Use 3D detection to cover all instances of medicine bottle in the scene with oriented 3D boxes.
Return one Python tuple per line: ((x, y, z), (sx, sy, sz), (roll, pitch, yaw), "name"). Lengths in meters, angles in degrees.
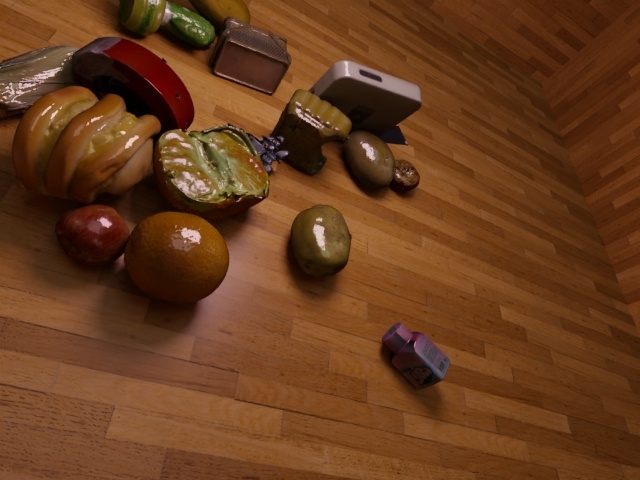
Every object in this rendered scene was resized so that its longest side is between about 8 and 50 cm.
((0.274, 0.337, 1.281), (0.188, 0.119, 0.094), (45, 45, -1), "medicine bottle")

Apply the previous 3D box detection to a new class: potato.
((0.002, 0.001, 1.305), (0.197, 0.148, 0.228), (-12, 66, -24), "potato")
((0.182, -0.310, 1.625), (0.251, 0.159, 0.174), (48, 25, -1), "potato")

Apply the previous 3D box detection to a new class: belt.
((-0.501, -0.404, 1.173), (0.324, 0.227, 0.115), (44, 42, -27), "belt")

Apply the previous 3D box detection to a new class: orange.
((-0.329, 0.040, 1.005), (0.236, 0.236, 0.236), (17, 53, -24), "orange")
((-0.301, -0.187, 1.198), (0.335, 0.196, 0.262), (-25, 91, -37), "orange")

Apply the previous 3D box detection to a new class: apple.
((-0.509, -0.014, 0.981), (0.146, 0.146, 0.131), (47, 46, 1), "apple")

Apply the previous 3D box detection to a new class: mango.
((-0.387, -0.873, 1.578), (0.195, 0.142, 0.332), (37, 9, 33), "mango")

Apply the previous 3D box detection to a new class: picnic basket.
((-0.254, -0.666, 1.568), (0.267, 0.165, 0.139), (10, 56, -27), "picnic basket")

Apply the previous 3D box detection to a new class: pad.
((0.304, -0.475, 1.926), (0.193, 0.004, 0.116), (-4, 63, -35), "pad")

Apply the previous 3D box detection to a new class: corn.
((-0.729, -0.412, 1.105), (0.122, 0.123, 0.305), (9, 41, 25), "corn")

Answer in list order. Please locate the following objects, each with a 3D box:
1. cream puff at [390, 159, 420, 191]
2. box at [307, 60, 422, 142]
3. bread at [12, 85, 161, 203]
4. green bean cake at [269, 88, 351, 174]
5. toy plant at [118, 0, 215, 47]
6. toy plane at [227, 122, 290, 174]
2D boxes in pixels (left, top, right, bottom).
((0.325, -0.258, 1.739), (0.149, 0.084, 0.149), (16, 51, -20), "cream puff")
((0.118, -0.476, 1.554), (0.367, 0.373, 0.090), (7, 73, -31), "box")
((-0.525, -0.232, 0.993), (0.270, 0.211, 0.315), (10, 42, 6), "bread")
((-0.040, -0.356, 1.458), (0.233, 0.236, 0.124), (31, 51, -11), "green bean cake")
((-0.502, -0.761, 1.474), (0.316, 0.184, 0.224), (1, 42, -45), "toy plant")
((-0.221, -0.316, 1.409), (0.246, 0.078, 0.169), (43, 82, 8), "toy plane")
